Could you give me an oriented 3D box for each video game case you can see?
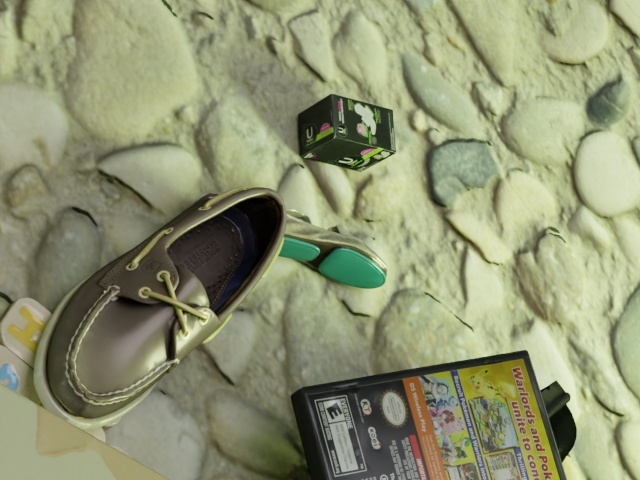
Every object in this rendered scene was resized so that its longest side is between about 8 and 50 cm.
[{"bbox_3d":[0.119,0.250,1.627,0.248,0.035,0.274,-7,73,-27],"label":"video game case"}]

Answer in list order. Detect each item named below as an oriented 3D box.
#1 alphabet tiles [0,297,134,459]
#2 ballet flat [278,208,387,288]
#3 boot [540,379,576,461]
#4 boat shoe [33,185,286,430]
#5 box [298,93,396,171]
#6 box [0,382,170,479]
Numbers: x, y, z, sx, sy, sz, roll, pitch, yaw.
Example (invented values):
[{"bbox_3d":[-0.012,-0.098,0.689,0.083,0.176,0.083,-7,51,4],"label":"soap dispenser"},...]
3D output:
[{"bbox_3d":[-0.268,0.186,1.496,0.278,0.021,0.284,43,49,-16],"label":"alphabet tiles"},{"bbox_3d":[0.000,0.000,1.782,0.168,0.057,0.052,21,48,-31],"label":"ballet flat"},{"bbox_3d":[0.200,0.329,1.733,0.260,0.131,0.348,47,58,-3],"label":"boot"},{"bbox_3d":[-0.137,0.050,1.597,0.116,0.097,0.324,53,41,-8],"label":"boat shoe"},{"bbox_3d":[0.027,-0.111,1.850,0.083,0.062,0.052,13,64,-36],"label":"box"},{"bbox_3d":[-0.202,0.240,1.414,0.311,0.148,0.121,35,51,-26],"label":"box"}]
